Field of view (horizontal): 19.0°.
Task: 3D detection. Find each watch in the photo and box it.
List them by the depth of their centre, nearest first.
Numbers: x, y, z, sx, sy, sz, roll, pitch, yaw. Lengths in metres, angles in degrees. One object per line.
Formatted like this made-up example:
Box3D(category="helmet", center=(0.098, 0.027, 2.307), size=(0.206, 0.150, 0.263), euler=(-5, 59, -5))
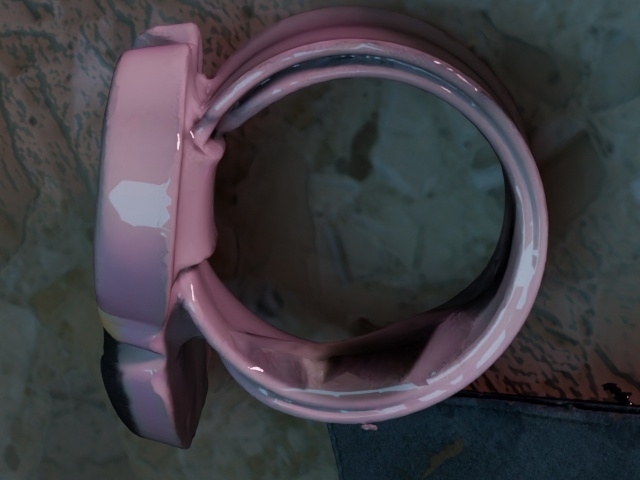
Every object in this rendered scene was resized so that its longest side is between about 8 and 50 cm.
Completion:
Box3D(category="watch", center=(0.000, 0.000, 1.020), size=(0.231, 0.196, 0.244), euler=(1, 106, -1))

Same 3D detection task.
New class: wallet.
Box3D(category="wallet", center=(0.145, 0.166, 0.964), size=(0.379, 0.046, 0.190), euler=(2, 106, 52))
